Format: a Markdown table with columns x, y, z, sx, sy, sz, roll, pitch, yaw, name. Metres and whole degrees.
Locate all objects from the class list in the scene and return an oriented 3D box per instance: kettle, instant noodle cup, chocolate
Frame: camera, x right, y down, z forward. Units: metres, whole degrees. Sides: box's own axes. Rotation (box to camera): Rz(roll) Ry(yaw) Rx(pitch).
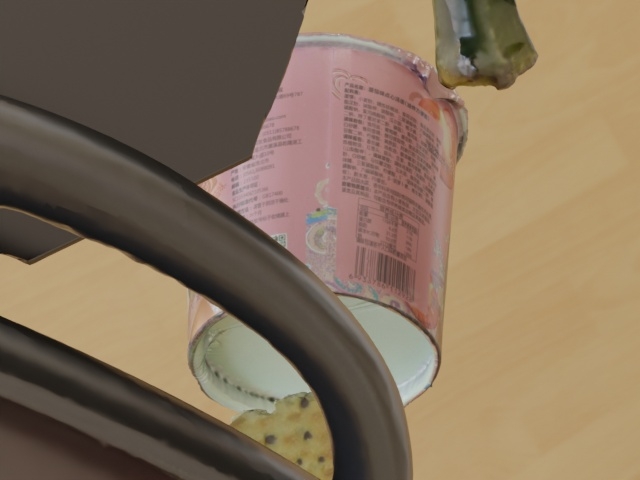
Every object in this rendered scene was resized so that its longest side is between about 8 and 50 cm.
| x | y | z | sx | sy | sz | roll | pitch | yaw | name |
| --- | --- | --- | --- | --- | --- | --- | --- | --- | --- |
| -0.073 | 0.080 | 0.454 | 0.232 | 0.202 | 0.144 | 34 | 18 | -19 | kettle |
| 0.000 | 0.000 | 1.371 | 0.243 | 0.243 | 0.231 | 17 | 52 | -21 | instant noodle cup |
| -0.117 | -0.125 | 0.696 | 0.206 | 0.177 | 0.224 | -26 | 101 | -9 | chocolate |

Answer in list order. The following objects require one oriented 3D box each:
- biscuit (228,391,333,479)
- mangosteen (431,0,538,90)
| x | y | z | sx | sy | sz | roll | pitch | yaw | name |
| --- | --- | --- | --- | --- | --- | --- | --- | --- | --- |
| -0.039 | 0.204 | 1.150 | 0.144 | 0.016 | 0.203 | -3 | 84 | -29 | biscuit |
| 0.079 | -0.264 | 0.829 | 0.297 | 0.297 | 0.313 | 46 | 64 | -7 | mangosteen |
